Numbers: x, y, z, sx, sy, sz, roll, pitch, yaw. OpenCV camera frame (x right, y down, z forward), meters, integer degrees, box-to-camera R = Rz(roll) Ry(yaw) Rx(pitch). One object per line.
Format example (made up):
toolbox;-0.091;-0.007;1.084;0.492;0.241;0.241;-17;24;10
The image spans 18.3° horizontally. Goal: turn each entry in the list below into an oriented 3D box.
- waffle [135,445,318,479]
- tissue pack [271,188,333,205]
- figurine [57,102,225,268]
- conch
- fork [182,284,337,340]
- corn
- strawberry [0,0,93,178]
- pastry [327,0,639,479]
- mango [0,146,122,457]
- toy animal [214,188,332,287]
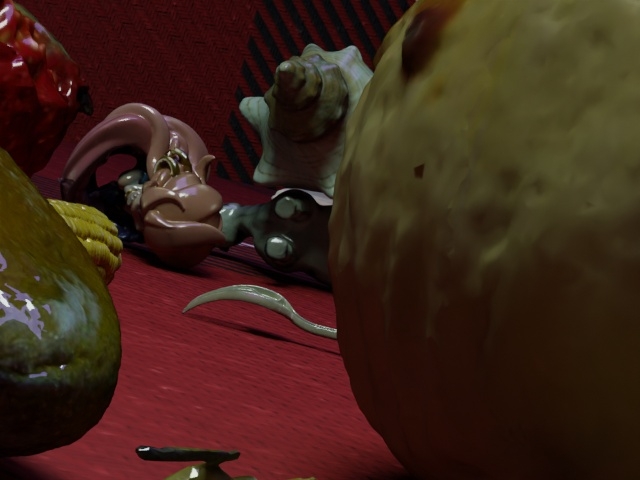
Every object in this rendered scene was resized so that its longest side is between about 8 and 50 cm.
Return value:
waffle;0.081;0.110;0.504;0.281;0.060;0.262;15;0;-10
tissue pack;0.117;0.015;1.971;0.325;0.071;0.170;18;7;40
figurine;-0.125;-0.040;1.562;0.114;0.126;0.157;-40;35;-29
conch;-0.007;-0.083;1.633;0.137;0.114;0.234;16;-29;4
fork;0.022;0.060;1.249;0.219;0.028;0.034;14;0;5
corn;-0.154;0.008;1.055;0.067;0.067;0.206;15;4;9
strawberry;-0.311;-0.112;1.383;0.261;0.257;0.261;42;-5;5
pastry;0.194;-0.012;0.819;0.389;0.312;0.388;16;8;-2
mango;-0.200;-0.016;0.675;0.316;0.146;0.193;22;14;17
toy animal;-0.008;-0.002;1.664;0.255;0.089;0.170;19;1;20
